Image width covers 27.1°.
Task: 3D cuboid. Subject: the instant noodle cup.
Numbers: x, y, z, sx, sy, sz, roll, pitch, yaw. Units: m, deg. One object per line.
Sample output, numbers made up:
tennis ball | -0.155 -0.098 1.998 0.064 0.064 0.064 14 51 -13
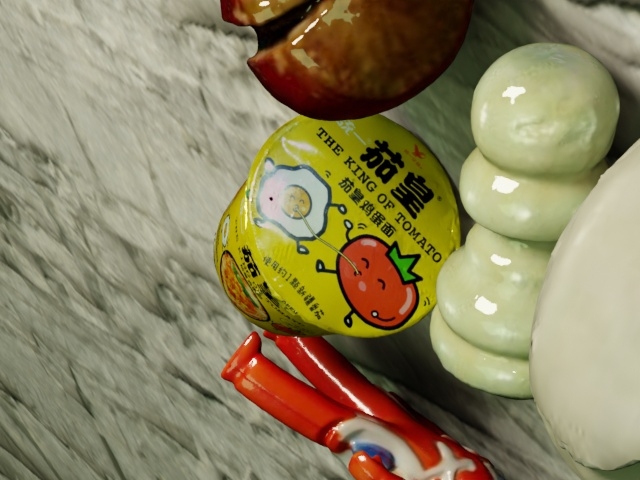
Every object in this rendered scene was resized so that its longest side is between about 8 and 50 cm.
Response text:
instant noodle cup | 0.000 0.000 1.067 0.182 0.182 0.144 54 153 -3

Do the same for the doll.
doll | 0.089 0.201 1.148 0.384 0.188 0.099 41 108 0

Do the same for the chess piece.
chess piece | 0.148 -0.020 0.923 0.133 0.133 0.243 26 132 32

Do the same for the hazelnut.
hazelnut | 0.018 -0.188 0.899 0.178 0.178 0.204 -9 108 51

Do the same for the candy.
candy | 0.247 0.040 0.770 0.185 0.295 0.295 29 153 -26
